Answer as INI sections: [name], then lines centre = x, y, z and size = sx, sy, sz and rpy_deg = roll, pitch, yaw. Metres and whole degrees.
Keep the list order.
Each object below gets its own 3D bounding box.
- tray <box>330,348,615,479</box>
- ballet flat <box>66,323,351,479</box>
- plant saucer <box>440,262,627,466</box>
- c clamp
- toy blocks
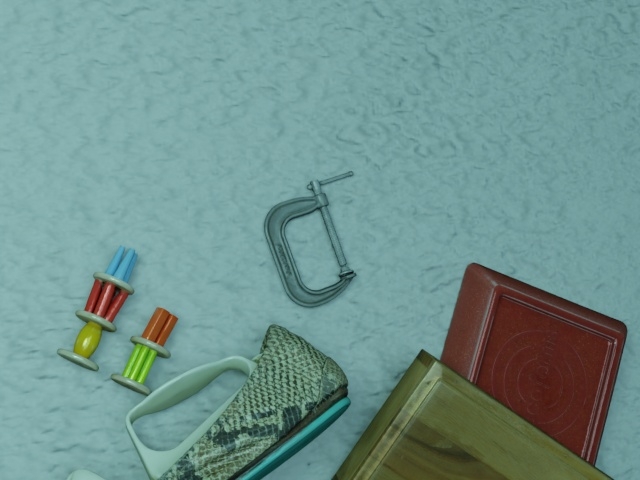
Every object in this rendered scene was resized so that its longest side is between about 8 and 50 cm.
[tray]
centre = 0.239, 0.334, 1.474
size = 0.411, 0.076, 0.203
rpy_deg = 35, 90, -12
[ballet flat]
centre = -0.171, 0.276, 1.343
size = 0.182, 0.164, 0.483
rpy_deg = 42, 64, 9
[plant saucer]
centre = 0.282, 0.187, 1.558
size = 0.259, 0.047, 0.258
rpy_deg = 21, 76, -15
[c clamp]
centre = 0.000, 0.000, 1.499
size = 0.137, 0.022, 0.161
rpy_deg = -13, 86, -21
[toy blocks]
centre = -0.223, 0.091, 1.390
size = 0.123, 0.054, 0.148
rpy_deg = 27, 74, -13
